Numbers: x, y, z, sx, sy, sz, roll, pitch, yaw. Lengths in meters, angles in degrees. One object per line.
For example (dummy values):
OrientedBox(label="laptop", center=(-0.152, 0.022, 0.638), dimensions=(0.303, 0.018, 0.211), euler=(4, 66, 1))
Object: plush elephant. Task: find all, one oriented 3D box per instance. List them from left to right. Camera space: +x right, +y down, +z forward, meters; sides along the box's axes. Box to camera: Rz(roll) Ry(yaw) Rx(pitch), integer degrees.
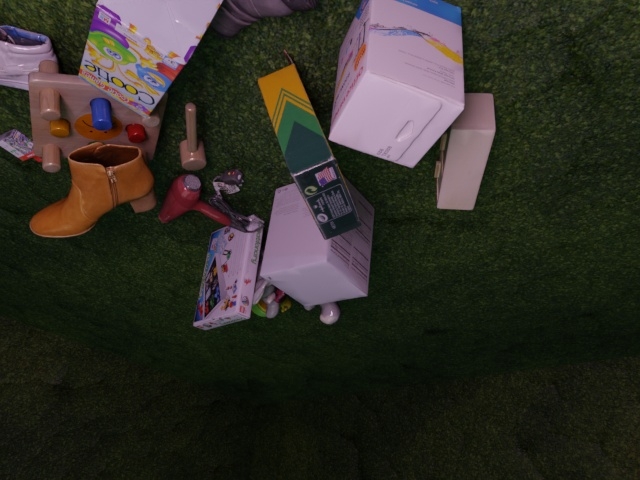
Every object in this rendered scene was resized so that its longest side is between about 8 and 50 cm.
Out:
OrientedBox(label="plush elephant", center=(-0.120, 0.124, 1.607), dimensions=(0.255, 0.272, 0.330), euler=(-29, 116, 8))

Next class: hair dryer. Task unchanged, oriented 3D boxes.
OrientedBox(label="hair dryer", center=(-0.315, -0.082, 1.449), dimensions=(0.293, 0.080, 0.224), euler=(-1, 132, 18))

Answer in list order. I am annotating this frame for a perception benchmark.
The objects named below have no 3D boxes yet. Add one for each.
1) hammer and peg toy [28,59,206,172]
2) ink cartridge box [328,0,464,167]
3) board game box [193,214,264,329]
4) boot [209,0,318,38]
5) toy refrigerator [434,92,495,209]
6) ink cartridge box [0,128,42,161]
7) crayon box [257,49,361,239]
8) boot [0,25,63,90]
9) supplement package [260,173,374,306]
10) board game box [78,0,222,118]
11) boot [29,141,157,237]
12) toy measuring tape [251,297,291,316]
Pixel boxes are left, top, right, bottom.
OrientedBox(label="hammer and peg toy", center=(-0.416, -0.255, 1.152), dimensions=(0.361, 0.128, 0.266), euler=(-2, 155, -25))
OrientedBox(label="ink cartridge box", center=(0.126, -0.279, 0.910), dimensions=(0.168, 0.233, 0.171), euler=(15, 148, -14))
OrientedBox(label="board game box", center=(-0.262, 0.091, 1.547), dimensions=(0.192, 0.306, 0.053), euler=(-19, 143, 38))
OrientedBox(label="boot", center=(-0.169, -0.455, 0.805), dimensions=(0.222, 0.118, 0.338), euler=(-3, 143, 31))
OrientedBox(label="toy refrigerator", center=(0.303, -0.184, 1.165), dimensions=(0.094, 0.102, 0.270), euler=(3, 150, 8))
OrientedBox(label="ink cartridge box", center=(-0.753, -0.231, 1.375), dimensions=(0.062, 0.029, 0.115), euler=(-11, 145, 28))
OrientedBox(label="crayon box", center=(-0.028, -0.183, 1.021), dimensions=(0.081, 0.319, 0.202), euler=(-23, 143, 4))
OrientedBox(label="boot", center=(-0.655, -0.376, 1.068), dimensions=(0.258, 0.095, 0.123), euler=(4, 144, -11))
OrientedBox(label="supplement package", center=(0.000, 0.000, 1.378), dimensions=(0.199, 0.263, 0.198), euler=(-14, 144, 32))
OrientedBox(label="board game box", center=(-0.294, -0.336, 0.902), dimensions=(0.144, 0.142, 0.275), euler=(30, 161, -23))
OrientedBox(label="boot", center=(-0.508, -0.114, 1.154), dimensions=(0.294, 0.104, 0.211), euler=(-15, 153, -9))
OrientedBox(label="toy measuring tape", center=(-0.249, 0.193, 1.905), dimensions=(0.330, 0.122, 0.121), euler=(23, 146, -25))
